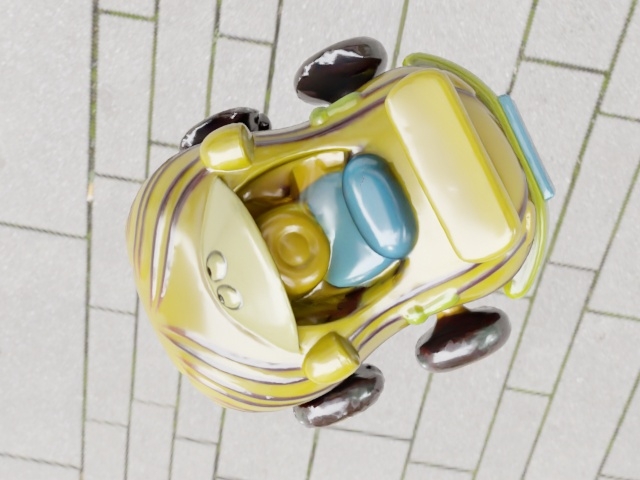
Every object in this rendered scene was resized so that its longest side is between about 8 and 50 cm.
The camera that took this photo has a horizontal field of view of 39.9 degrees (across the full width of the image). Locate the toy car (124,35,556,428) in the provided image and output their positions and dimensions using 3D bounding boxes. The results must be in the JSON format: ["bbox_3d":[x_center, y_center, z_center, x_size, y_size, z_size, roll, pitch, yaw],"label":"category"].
[{"bbox_3d":[0.000,0.000,0.483,0.248,0.142,0.200,-29,85,18],"label":"toy car"}]
